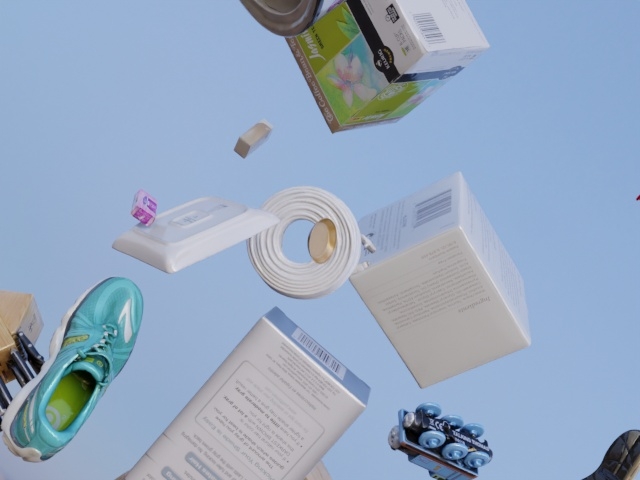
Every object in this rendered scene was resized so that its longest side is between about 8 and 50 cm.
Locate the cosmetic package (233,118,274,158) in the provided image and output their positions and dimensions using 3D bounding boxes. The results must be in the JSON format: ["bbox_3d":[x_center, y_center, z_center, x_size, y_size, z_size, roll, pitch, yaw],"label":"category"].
[{"bbox_3d":[-0.180,-0.276,2.520,0.041,0.115,0.060,39,-41,6],"label":"cosmetic package"}]

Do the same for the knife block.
[{"bbox_3d":[-0.567,0.194,1.529,0.275,0.242,0.088,8,-44,8],"label":"knife block"}]

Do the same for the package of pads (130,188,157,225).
[{"bbox_3d":[-0.370,-0.070,1.962,0.050,0.032,0.083,36,21,-23],"label":"package of pads"}]

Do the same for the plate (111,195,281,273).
[{"bbox_3d":[-0.266,-0.029,1.948,0.277,0.278,0.045,16,-55,52],"label":"plate"}]

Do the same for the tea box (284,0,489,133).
[{"bbox_3d":[0.118,-0.452,1.973,0.323,0.220,0.329,-38,-106,46],"label":"tea box"}]

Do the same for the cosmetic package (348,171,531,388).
[{"bbox_3d":[0.317,0.104,2.451,0.327,0.329,0.394,-26,-69,20],"label":"cosmetic package"}]

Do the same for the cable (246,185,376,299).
[{"bbox_3d":[-0.039,0.006,2.084,0.257,0.257,0.089,55,7,6],"label":"cable"}]

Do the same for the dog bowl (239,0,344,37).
[{"bbox_3d":[-0.046,-0.530,1.419,0.408,0.150,0.408,49,-27,35],"label":"dog bowl"}]

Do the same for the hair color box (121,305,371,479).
[{"bbox_3d":[-0.121,0.295,1.291,0.185,0.374,0.113,41,6,2],"label":"hair color box"}]

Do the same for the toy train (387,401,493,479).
[{"bbox_3d":[0.191,0.329,1.496,0.184,0.080,0.105,28,-52,-27],"label":"toy train"}]

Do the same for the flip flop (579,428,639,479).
[{"bbox_3d":[0.615,0.526,1.978,0.080,0.277,0.112,38,0,-27],"label":"flip flop"}]

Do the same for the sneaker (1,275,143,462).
[{"bbox_3d":[-0.291,0.159,1.180,0.107,0.275,0.110,39,-40,-21],"label":"sneaker"}]

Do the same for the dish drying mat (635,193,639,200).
[{"bbox_3d":[0.576,-0.084,1.643,0.008,0.083,0.032,43,-66,18],"label":"dish drying mat"}]

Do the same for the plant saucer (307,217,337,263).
[{"bbox_3d":[0.000,0.000,1.648,0.015,0.083,0.083,11,-40,35],"label":"plant saucer"}]

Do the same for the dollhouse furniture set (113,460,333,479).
[{"bbox_3d":[-0.242,0.534,1.865,0.362,0.394,0.257,-36,-100,34],"label":"dollhouse furniture set"}]
